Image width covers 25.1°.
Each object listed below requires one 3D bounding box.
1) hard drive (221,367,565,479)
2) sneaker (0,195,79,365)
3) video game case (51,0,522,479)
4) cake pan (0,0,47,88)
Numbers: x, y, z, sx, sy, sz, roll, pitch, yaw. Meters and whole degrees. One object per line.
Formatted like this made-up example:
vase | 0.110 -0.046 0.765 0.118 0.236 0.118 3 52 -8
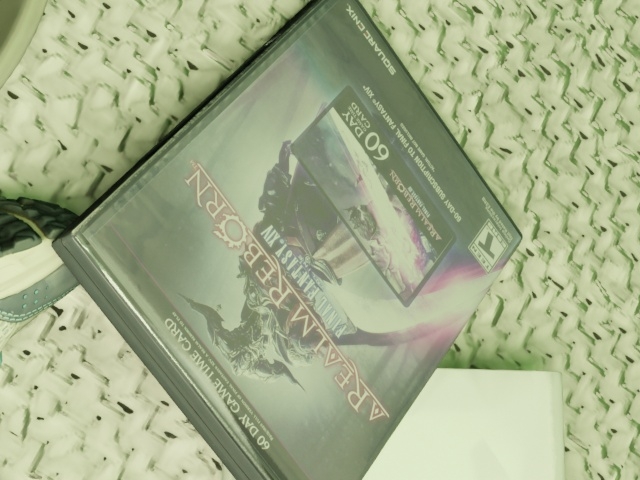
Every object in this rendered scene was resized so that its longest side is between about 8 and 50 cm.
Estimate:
hard drive | 0.045 0.225 0.804 0.203 0.040 0.307 3 80 -20
sneaker | -0.225 0.077 0.675 0.283 0.110 0.122 -32 121 -24
video game case | 0.000 0.000 0.774 0.196 0.026 0.274 53 43 -13
cake pan | -0.269 -0.164 0.671 0.293 0.054 0.293 1 87 -29
